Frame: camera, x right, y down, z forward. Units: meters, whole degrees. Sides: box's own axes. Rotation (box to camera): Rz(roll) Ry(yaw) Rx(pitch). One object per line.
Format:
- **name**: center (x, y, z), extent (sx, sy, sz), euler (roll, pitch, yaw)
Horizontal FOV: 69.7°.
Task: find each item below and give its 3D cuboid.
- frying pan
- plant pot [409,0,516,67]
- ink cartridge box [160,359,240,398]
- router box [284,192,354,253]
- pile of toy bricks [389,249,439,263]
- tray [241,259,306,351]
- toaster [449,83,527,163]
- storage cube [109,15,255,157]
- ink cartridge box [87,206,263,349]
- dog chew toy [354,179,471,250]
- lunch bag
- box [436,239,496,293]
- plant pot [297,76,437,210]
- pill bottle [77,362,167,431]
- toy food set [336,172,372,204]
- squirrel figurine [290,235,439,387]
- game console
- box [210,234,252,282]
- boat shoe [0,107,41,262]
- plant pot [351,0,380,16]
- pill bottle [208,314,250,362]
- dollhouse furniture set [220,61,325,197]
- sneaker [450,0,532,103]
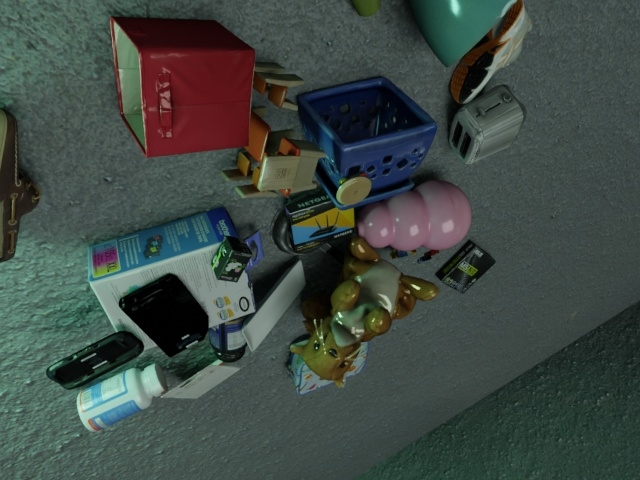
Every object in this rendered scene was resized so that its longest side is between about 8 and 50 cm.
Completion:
- **frying pan**: center (-0.027, 0.011, 1.323), extent (0.197, 0.053, 0.326), euler (-26, 132, -8)
- **plant pot**: center (0.285, -0.526, 0.905), extent (0.195, 0.290, 0.290), euler (40, 105, -8)
- **ink cartridge box**: center (-0.370, 0.418, 1.420), extent (0.181, 0.056, 0.225), euler (-34, 155, 1)
- **router box**: center (0.001, -0.054, 1.219), extent (0.179, 0.046, 0.133), euler (-19, 130, -15)
- **pile of toy bricks**: center (0.274, 0.028, 1.485), extent (0.212, 0.118, 0.105), euler (-9, 164, -36)
- **tray**: center (-0.136, 0.184, 1.334), extent (0.270, 0.030, 0.145), euler (-51, 155, -27)
- **toaster**: center (0.443, -0.303, 1.249), extent (0.146, 0.129, 0.227), euler (-26, 161, -3)
- **storage cube**: center (-0.247, -0.281, 0.824), extent (0.193, 0.215, 0.184), euler (-13, 132, -29)
- **ink cartridge box**: center (-0.322, 0.090, 1.140), extent (0.395, 0.151, 0.270), euler (-17, 133, -15)
- **dog chew toy**: center (0.260, -0.060, 1.327), extent (0.331, 0.207, 0.207), euler (-10, 132, -12)
- **lunch bag**: center (0.025, 0.438, 1.678), extent (0.303, 0.115, 0.243), euler (-12, 135, -22)
- **box**: center (0.554, 0.105, 1.744), extent (0.184, 0.045, 0.190), euler (-46, 136, 16)
- **plant pot**: center (0.095, -0.215, 1.067), extent (0.236, 0.236, 0.212), euler (-17, 139, -17)
- **pill bottle**: center (-0.565, 0.445, 1.328), extent (0.221, 0.124, 0.124), euler (-23, 135, -11)
- **toy food set**: center (0.072, -0.108, 0.977), extent (0.083, 0.020, 0.083), euler (-12, 143, -18)
- **squirrel figurine**: center (0.084, 0.235, 1.351), extent (0.370, 0.281, 0.397), euler (-57, -176, -18)
- **game console**: center (-0.446, 0.227, 1.054), extent (0.361, 0.044, 0.213), euler (-28, 134, -7)
- **box**: center (-0.199, 0.042, 1.023), extent (0.052, 0.062, 0.083), euler (14, 117, -38)
- **boat shoe**: center (-0.602, -0.092, 0.864), extent (0.123, 0.123, 0.342), euler (-19, 138, -59)
- **plant pot**: center (0.089, -0.500, 0.927), extent (0.083, 0.083, 0.079), euler (-35, 148, 1)
- **pill bottle**: center (-0.264, 0.251, 1.335), extent (0.122, 0.123, 0.219), euler (-11, 132, -22)
- **dollhouse furniture set**: center (-0.119, -0.200, 0.930), extent (0.135, 0.259, 0.262), euler (-9, 130, -37)
- **sneaker**: center (0.440, -0.455, 1.155), extent (0.121, 0.099, 0.262), euler (9, 123, -41)
